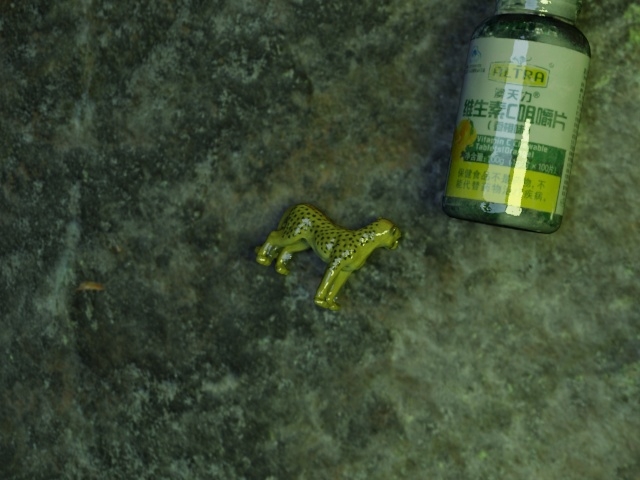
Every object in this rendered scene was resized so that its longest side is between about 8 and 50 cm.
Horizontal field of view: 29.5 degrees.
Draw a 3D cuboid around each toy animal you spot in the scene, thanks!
[{"bbox_3d":[0.000,0.000,1.562,0.181,0.073,0.136,33,93,37],"label":"toy animal"}]

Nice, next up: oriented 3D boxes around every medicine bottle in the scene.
[{"bbox_3d":[0.232,-0.161,1.408,0.141,0.141,0.293,10,90,27],"label":"medicine bottle"}]
